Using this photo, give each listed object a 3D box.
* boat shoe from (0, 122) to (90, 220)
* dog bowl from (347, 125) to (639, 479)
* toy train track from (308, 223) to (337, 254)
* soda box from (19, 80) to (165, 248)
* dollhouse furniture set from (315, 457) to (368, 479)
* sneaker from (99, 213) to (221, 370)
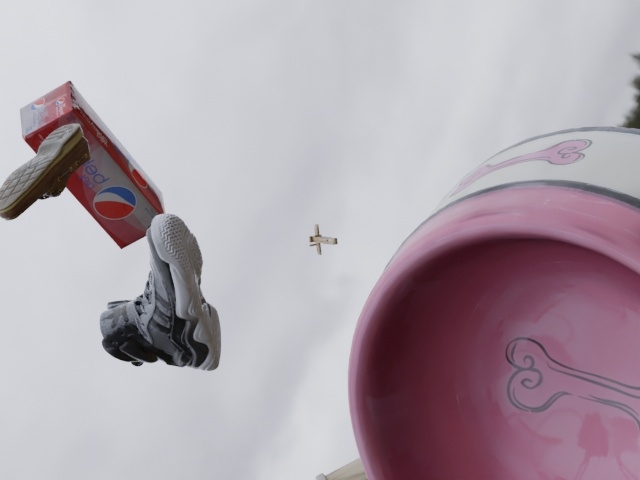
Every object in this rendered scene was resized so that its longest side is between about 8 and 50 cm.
[{"bbox_3d":[-0.362,-0.082,1.574,0.178,0.064,0.060,-56,-49,-39],"label":"boat shoe"},{"bbox_3d":[0.197,0.125,0.898,0.150,0.408,0.408,-22,-39,-50],"label":"dog bowl"},{"bbox_3d":[0.000,0.000,1.790,0.014,0.083,0.048,-10,-83,-28],"label":"toy train track"},{"bbox_3d":[-0.338,-0.110,1.788,0.092,0.083,0.263,-28,-48,9],"label":"soda box"},{"bbox_3d":[0.141,0.325,1.297,0.198,0.303,0.286,-28,-51,-6],"label":"dollhouse furniture set"},{"bbox_3d":[-0.227,0.082,1.578,0.101,0.153,0.268,-91,-8,-47],"label":"sneaker"}]
